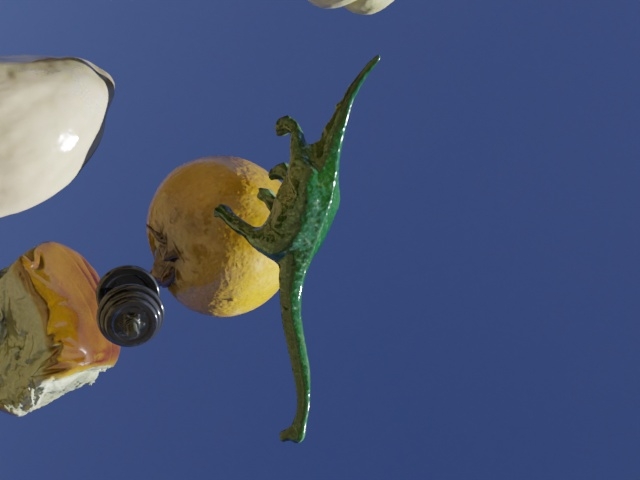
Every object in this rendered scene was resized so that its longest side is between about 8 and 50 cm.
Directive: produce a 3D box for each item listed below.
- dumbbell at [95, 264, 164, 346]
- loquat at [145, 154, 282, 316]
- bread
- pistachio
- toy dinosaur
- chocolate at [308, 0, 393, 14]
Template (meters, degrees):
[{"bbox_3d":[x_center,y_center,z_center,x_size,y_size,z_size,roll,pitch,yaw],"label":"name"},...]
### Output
[{"bbox_3d":[-0.282,0.096,1.774,0.099,0.099,0.208,-51,-159,9],"label":"dumbbell"},{"bbox_3d":[-0.166,-0.003,1.996,0.275,0.275,0.275,-23,-128,34],"label":"loquat"},{"bbox_3d":[-0.498,0.151,2.173,0.225,0.250,0.279,-23,-94,16],"label":"bread"},{"bbox_3d":[-0.406,-0.134,1.474,0.226,0.332,0.208,61,-22,24],"label":"pistachio"},{"bbox_3d":[0.000,0.000,1.524,0.447,0.087,0.301,-55,-128,16],"label":"toy dinosaur"},{"bbox_3d":[0.049,-0.521,1.853,0.326,0.297,0.314,-32,-156,55],"label":"chocolate"}]
